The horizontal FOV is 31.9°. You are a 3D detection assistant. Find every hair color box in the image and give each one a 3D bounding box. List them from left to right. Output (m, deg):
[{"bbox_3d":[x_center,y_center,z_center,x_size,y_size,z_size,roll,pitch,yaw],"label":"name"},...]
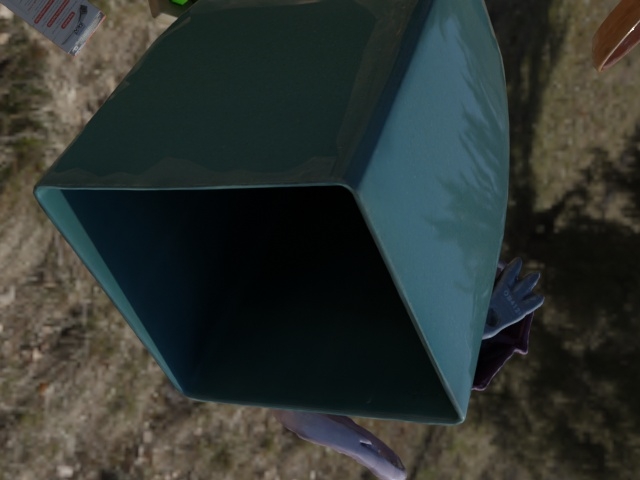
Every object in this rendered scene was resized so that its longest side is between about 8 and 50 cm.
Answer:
[{"bbox_3d":[-0.458,-0.396,1.889,0.093,0.167,0.053,-53,179,1],"label":"hair color box"}]

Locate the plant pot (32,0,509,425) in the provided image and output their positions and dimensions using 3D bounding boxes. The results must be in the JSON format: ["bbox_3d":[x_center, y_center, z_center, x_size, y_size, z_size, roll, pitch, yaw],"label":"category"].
[{"bbox_3d":[0.008,-0.053,0.584,0.166,0.165,0.234,63,40,-40],"label":"plant pot"}]

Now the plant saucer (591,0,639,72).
[{"bbox_3d":[0.403,-0.291,1.377,0.200,0.037,0.200,-43,171,-9],"label":"plant saucer"}]

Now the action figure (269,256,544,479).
[{"bbox_3d":[0.004,0.096,0.960,0.248,0.370,0.276,38,59,-26],"label":"action figure"}]

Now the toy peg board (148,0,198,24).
[{"bbox_3d":[-0.119,-0.317,1.266,0.161,0.079,0.161,9,59,-47],"label":"toy peg board"}]
